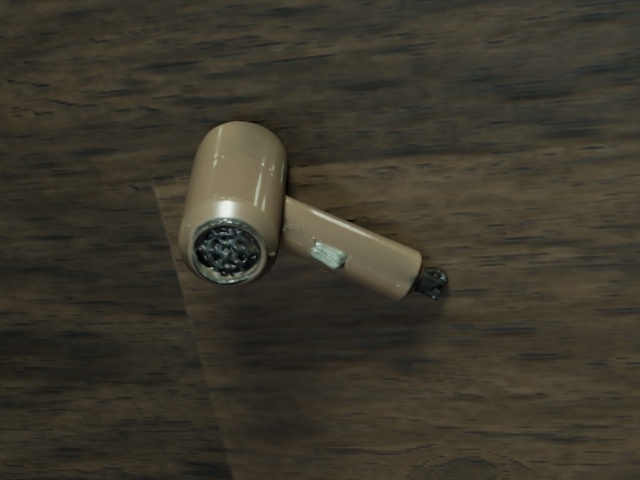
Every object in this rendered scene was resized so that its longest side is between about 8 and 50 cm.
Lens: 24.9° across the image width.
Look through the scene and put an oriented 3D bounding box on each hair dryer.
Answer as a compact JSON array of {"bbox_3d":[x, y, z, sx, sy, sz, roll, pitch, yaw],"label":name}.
[{"bbox_3d":[0.000,0.000,0.922,0.182,0.117,0.064,23,121,-13],"label":"hair dryer"}]
